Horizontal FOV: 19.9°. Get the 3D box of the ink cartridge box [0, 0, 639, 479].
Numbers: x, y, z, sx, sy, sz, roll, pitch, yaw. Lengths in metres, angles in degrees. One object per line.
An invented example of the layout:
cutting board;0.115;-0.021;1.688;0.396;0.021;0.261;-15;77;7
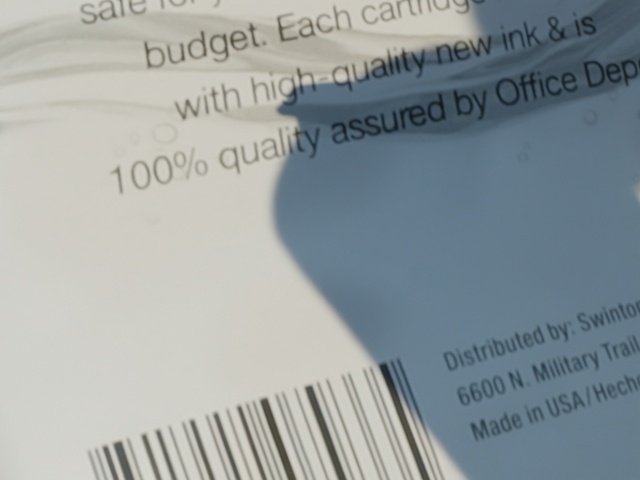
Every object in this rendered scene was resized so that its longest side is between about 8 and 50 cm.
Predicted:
ink cartridge box;0.000;0.000;0.553;0.285;0.395;0.166;-14;-15;-26
